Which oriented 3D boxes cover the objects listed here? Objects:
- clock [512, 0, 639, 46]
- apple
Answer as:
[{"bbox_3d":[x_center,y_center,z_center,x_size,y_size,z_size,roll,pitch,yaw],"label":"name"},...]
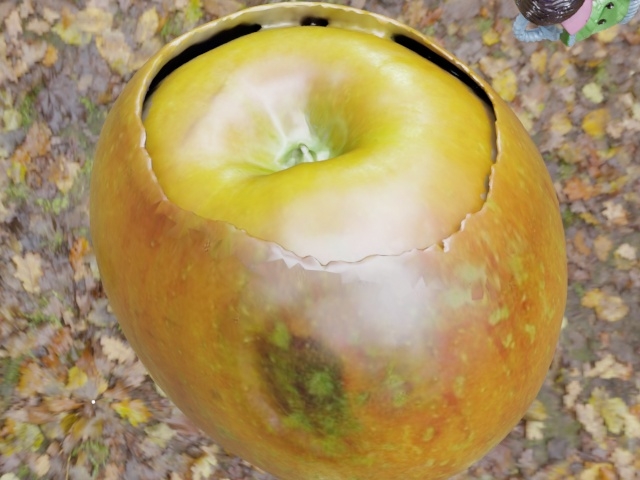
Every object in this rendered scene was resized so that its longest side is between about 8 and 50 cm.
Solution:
[{"bbox_3d":[0.355,-0.346,1.322,0.195,0.194,0.100,-19,67,-14],"label":"clock"},{"bbox_3d":[0.000,0.000,0.457,0.237,0.237,0.207,-44,134,-16],"label":"apple"}]
